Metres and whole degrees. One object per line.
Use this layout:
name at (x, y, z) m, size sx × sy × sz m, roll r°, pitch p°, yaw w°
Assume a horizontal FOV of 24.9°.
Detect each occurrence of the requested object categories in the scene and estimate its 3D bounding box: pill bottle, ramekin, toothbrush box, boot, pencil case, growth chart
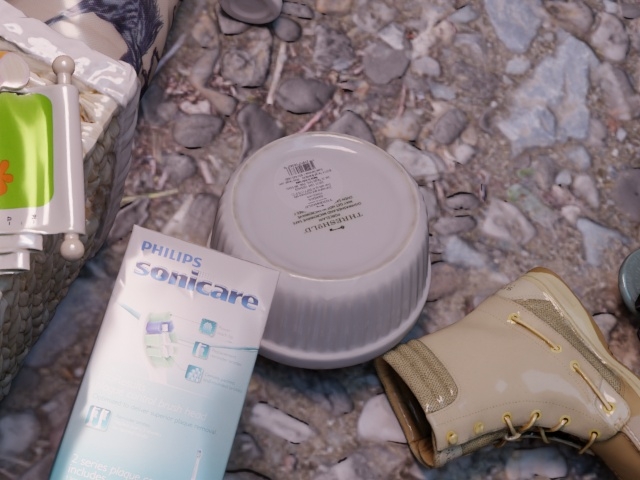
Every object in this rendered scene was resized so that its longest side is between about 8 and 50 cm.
pill bottle at (-0.060, -0.279, 1.440) m, size 0.065 × 0.065 × 0.116 m, roll 15°, pitch 63°, yaw -7°
ramekin at (0.000, 0.000, 1.281) m, size 0.207 × 0.109 × 0.207 m, roll 2°, pitch 54°, yaw -3°
toothbrush box at (-0.142, 0.170, 1.138) m, size 0.126 × 0.216 × 0.295 m, roll 19°, pitch 65°, yaw -6°
boot at (0.188, 0.166, 1.284) m, size 0.203 × 0.095 × 0.262 m, roll -24°, pitch 68°, yaw -23°
pencil case at (-0.194, -0.285, 1.360) m, size 0.160 × 0.183 × 0.410 m, roll 34°, pitch 60°, yaw -30°
growth chart at (-0.268, -0.042, 0.956) m, size 0.237 × 0.021 × 0.172 m, roll -10°, pitch 74°, yaw -15°

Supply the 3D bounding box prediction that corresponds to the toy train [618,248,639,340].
toy train at (0.422, 0.002, 1.404) m, size 0.190 × 0.142 × 0.334 m, roll 38°, pitch 61°, yaw -9°

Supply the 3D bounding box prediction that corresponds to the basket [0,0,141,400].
basket at (-0.350, -0.036, 1.118) m, size 0.331 × 0.328 × 0.266 m, roll 28°, pitch 65°, yaw -1°
